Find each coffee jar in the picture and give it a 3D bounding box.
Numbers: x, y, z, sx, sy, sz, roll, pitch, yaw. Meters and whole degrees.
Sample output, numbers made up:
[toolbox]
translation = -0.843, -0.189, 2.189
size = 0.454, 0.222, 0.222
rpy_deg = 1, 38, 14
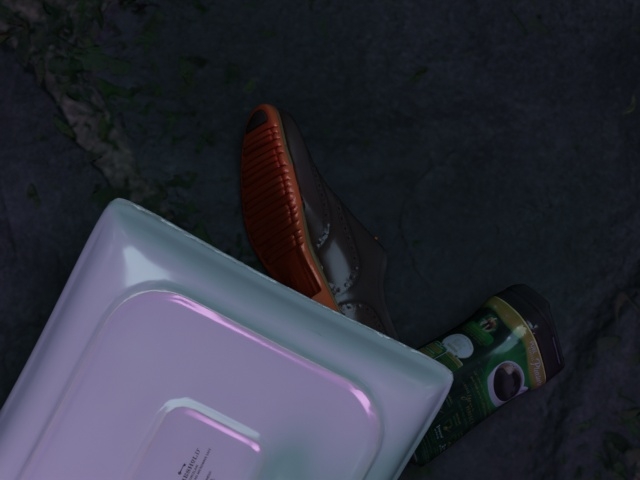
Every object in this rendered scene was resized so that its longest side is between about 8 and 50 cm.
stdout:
[coffee jar]
translation = 0.137, 0.121, 1.720
size = 0.184, 0.096, 0.079
rpy_deg = -31, 41, -15

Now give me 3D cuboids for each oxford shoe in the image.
[oxford shoe]
translation = 0.000, 0.000, 1.737
size = 0.098, 0.097, 0.271
rpy_deg = -15, 87, -30

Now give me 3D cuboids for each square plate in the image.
[square plate]
translation = -0.106, 0.192, 1.609
size = 0.344, 0.049, 0.347
rpy_deg = 28, 93, -10
